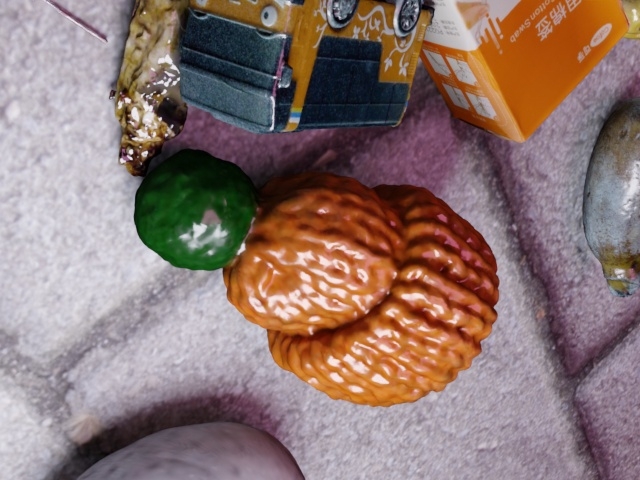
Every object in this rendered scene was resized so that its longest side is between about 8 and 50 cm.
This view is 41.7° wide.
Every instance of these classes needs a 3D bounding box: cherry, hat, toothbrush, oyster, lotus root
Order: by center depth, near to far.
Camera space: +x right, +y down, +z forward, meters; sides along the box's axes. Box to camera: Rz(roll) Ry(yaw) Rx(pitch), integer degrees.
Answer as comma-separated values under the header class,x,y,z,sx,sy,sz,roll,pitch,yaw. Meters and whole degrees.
class,x,y,z,sx,sy,sz,roll,pitch,yaw
toothbrush,-0.254,-0.223,0.840,0.097,0.006,0.008,30,101,-38
oyster,-0.137,-0.222,0.877,0.129,0.079,0.344,3,112,-57
hat,0.000,0.000,0.978,0.400,0.285,0.285,42,84,-23
cherry,-0.165,0.367,0.994,0.326,0.291,0.334,30,72,-28
lotus root,0.482,-0.066,1.326,0.158,0.140,0.322,-27,133,-51

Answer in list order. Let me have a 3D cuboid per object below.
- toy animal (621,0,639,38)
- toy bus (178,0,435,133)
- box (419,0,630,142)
class,x,y,z,sx,sy,sz,roll,pitch,yaw
toy animal,0.527,-0.376,1.235,0.169,0.121,0.233,34,85,-25
toy bus,-0.011,-0.201,0.881,0.275,0.139,0.167,-12,121,-55
box,0.214,-0.318,1.028,0.225,0.143,0.341,-46,127,-9
